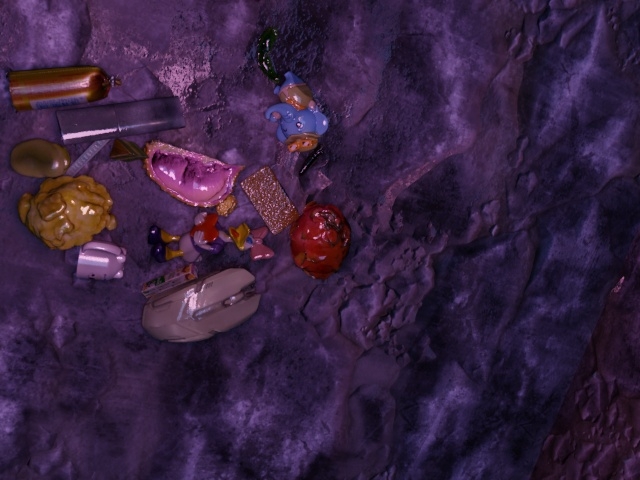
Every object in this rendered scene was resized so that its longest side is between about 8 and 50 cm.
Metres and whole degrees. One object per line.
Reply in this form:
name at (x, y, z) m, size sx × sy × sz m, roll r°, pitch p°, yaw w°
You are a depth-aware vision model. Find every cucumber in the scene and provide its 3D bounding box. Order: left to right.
cucumber at (-0.035, -0.288, 1.990) m, size 0.135 × 0.033 × 0.034 m, roll -44°, pitch 73°, yaw -1°

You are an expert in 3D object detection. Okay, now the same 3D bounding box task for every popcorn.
popcorn at (-0.783, -0.089, 1.731) m, size 0.250 × 0.242 × 0.235 m, roll -20°, pitch 147°, yaw -46°
popcorn at (-0.327, -0.120, 1.931) m, size 0.057 × 0.083 × 0.082 m, roll 32°, pitch 58°, yaw 8°

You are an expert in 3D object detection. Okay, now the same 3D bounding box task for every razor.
razor at (-0.725, -0.295, 1.780) m, size 0.278 × 0.056 × 0.111 m, roll -46°, pitch 112°, yaw -1°

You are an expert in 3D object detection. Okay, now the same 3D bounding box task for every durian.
durian at (-0.439, -0.219, 1.859) m, size 0.341 × 0.112 × 0.191 m, roll 14°, pitch 109°, yaw -10°

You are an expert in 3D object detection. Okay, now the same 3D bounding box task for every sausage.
sausage at (-0.774, -0.475, 1.690) m, size 0.317 × 0.117 × 0.125 m, roll -12°, pitch 122°, yaw -14°

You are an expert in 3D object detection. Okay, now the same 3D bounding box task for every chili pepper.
chili pepper at (-0.173, -0.618, 1.850) m, size 0.073 × 0.050 × 0.182 m, roll -3°, pitch 101°, yaw -7°

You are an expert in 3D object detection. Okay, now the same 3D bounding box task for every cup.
cup at (-0.716, 0.050, 1.825) m, size 0.141 × 0.134 × 0.174 m, roll 9°, pitch 123°, yaw -19°

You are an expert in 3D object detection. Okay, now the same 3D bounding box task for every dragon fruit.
dragon fruit at (0.001, 0.002, 1.970) m, size 0.250 × 0.250 × 0.315 m, roll -46°, pitch 154°, yaw 0°

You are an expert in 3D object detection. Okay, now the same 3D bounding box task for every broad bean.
broad bean at (-0.871, -0.254, 1.728) m, size 0.174 × 0.082 × 0.125 m, roll 14°, pitch 83°, yaw -11°

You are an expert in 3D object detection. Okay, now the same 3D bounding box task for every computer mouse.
computer mouse at (-0.421, 0.242, 1.963) m, size 0.428 × 0.145 × 0.228 m, roll -19°, pitch 106°, yaw -11°

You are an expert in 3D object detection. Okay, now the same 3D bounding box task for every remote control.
remote control at (-0.623, -0.381, 1.751) m, size 0.377 × 0.044 × 0.107 m, roll -15°, pitch 91°, yaw -24°

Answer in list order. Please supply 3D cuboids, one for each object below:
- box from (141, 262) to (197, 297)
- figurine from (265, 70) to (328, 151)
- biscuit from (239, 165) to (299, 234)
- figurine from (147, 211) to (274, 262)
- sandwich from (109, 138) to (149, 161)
box at (-0.521, 0.140, 1.917) m, size 0.207 × 0.050 × 0.041 m, roll -22°, pitch 129°, yaw 12°
figurine at (-0.089, -0.427, 1.894) m, size 0.180 × 0.154 × 0.262 m, roll -29°, pitch 93°, yaw 3°
biscuit at (-0.179, -0.143, 1.984) m, size 0.131 × 0.025 × 0.231 m, roll -35°, pitch 109°, yaw -13°
figurine at (-0.377, 0.008, 1.905) m, size 0.420 × 0.154 × 0.193 m, roll -9°, pitch 143°, yaw -9°
sandwich at (-0.612, -0.264, 1.774) m, size 0.074 × 0.116 × 0.074 m, roll 6°, pitch 117°, yaw -50°
